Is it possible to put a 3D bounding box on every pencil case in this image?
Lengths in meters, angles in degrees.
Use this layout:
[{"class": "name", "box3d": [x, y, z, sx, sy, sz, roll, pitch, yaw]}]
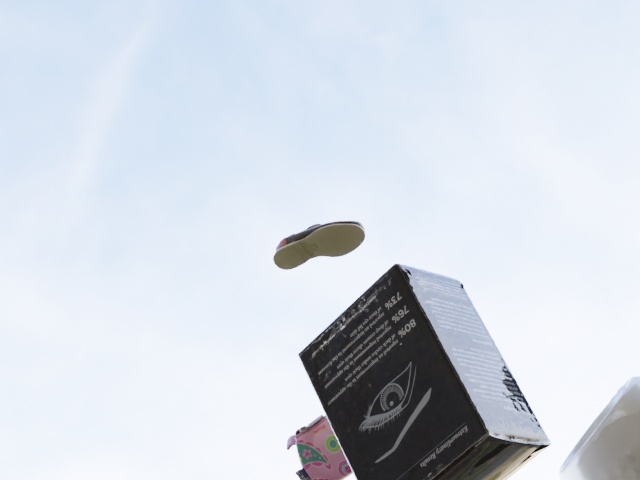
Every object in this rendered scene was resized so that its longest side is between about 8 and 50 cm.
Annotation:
[{"class": "pencil case", "box3d": [0.080, 0.306, 2.358, 0.284, 0.124, 0.124, -36, -42, 21]}]

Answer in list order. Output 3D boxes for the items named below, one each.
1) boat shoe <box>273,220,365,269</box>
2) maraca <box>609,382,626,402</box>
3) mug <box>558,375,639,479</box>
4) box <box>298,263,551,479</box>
[{"class": "boat shoe", "box3d": [0.000, 0.000, 1.840, 0.137, 0.043, 0.049, -20, -68, 26]}, {"class": "maraca", "box3d": [0.575, 0.280, 2.424, 0.127, 0.099, 0.185, 21, -57, -41]}, {"class": "mug", "box3d": [0.510, 0.309, 1.791, 0.276, 0.328, 0.374, -41, -16, -49]}, {"class": "box", "box3d": [0.096, 0.151, 1.336, 0.108, 0.207, 0.153, 15, -50, -47]}]
